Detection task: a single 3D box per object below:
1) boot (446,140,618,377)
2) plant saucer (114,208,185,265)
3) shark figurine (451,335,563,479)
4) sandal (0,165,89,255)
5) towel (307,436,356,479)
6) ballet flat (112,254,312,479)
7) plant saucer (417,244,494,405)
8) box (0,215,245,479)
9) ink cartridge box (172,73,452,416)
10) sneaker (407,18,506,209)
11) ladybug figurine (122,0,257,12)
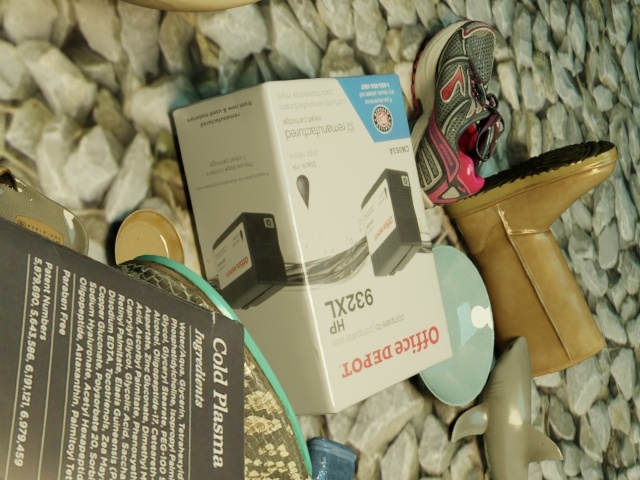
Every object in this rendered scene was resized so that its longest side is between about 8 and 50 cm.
[{"bbox_3d":[0.308,0.026,1.389,0.269,0.236,0.089,64,24,-15],"label":"boot"},{"bbox_3d":[-0.156,0.014,0.966,0.083,0.015,0.083,16,70,-50],"label":"plant saucer"},{"bbox_3d":[0.266,0.281,1.358,0.166,0.116,0.278,-30,110,-43],"label":"shark figurine"},{"bbox_3d":[-0.254,-0.021,0.813,0.219,0.060,0.090,28,61,-45],"label":"sandal"},{"bbox_3d":[0.005,0.266,1.104,0.067,0.029,0.119,33,58,-42],"label":"towel"},{"bbox_3d":[-0.078,0.227,0.842,0.182,0.164,0.482,-57,145,-30],"label":"ballet flat"},{"bbox_3d":[0.147,0.104,1.310,0.195,0.037,0.195,16,70,-50],"label":"plant saucer"},{"bbox_3d":[-0.262,0.118,0.528,0.312,0.343,0.179,29,49,-44],"label":"box"},{"bbox_3d":[0.000,0.000,1.073,0.223,0.129,0.307,-14,94,-52],"label":"ink cartridge box"},{"bbox_3d":[0.180,-0.158,1.348,0.121,0.112,0.299,45,49,-36],"label":"sneaker"},{"bbox_3d":[-0.118,-0.370,0.977,0.305,0.162,0.449,59,43,-24],"label":"ladybug figurine"}]
